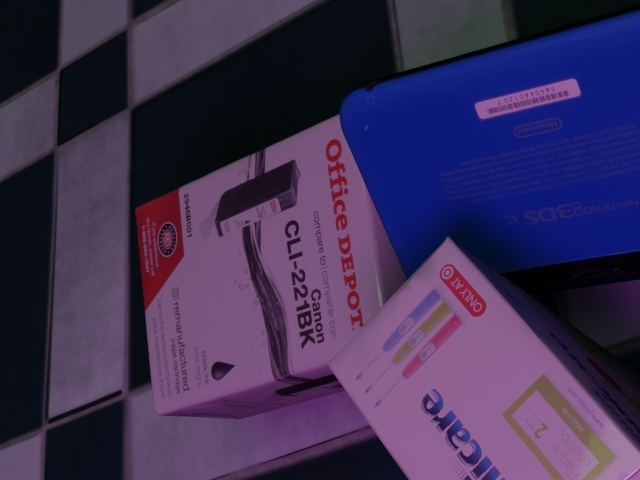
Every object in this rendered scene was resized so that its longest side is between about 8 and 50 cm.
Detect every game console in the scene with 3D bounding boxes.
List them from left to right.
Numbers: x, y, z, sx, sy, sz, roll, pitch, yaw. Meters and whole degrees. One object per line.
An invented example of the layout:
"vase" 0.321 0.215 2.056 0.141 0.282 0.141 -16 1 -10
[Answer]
"game console" 0.204 -0.049 0.873 0.293 0.250 0.173 -11 22 35

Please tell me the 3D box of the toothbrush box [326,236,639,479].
"toothbrush box" 0.168 0.148 0.814 0.122 0.283 0.206 -48 46 11

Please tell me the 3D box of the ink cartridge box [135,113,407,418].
"ink cartridge box" -0.022 0.030 1.062 0.272 0.114 0.197 -21 70 37
